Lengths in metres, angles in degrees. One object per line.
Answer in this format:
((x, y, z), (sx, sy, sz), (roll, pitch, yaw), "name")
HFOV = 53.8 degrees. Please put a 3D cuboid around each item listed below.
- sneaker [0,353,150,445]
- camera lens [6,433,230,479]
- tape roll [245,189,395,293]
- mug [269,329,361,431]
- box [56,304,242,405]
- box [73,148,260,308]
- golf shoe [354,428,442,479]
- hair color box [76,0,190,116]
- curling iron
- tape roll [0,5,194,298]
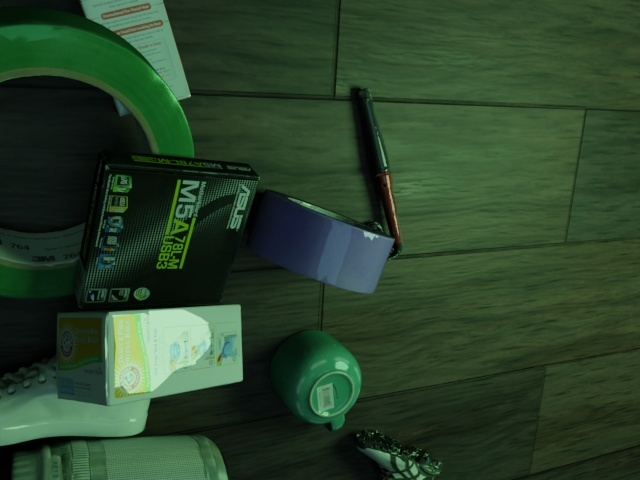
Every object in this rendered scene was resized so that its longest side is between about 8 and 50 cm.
((-0.356, 0.182, 0.798), (0.290, 0.105, 0.123), (8, 98, -38), "sneaker")
((-0.261, 0.371, 0.822), (0.274, 0.219, 0.220), (6, 102, -27), "camera lens")
((0.000, 0.000, 0.858), (0.188, 0.189, 0.080), (19, 96, -28), "tape roll")
((0.007, 0.222, 0.976), (0.157, 0.097, 0.130), (36, 88, -29), "mug")
((-0.209, 0.135, 0.788), (0.203, 0.114, 0.103), (3, 83, -52), "box")
((-0.183, -0.008, 0.750), (0.184, 0.045, 0.191), (3, 120, -33), "box")
((0.126, 0.395, 1.096), (0.198, 0.077, 0.094), (32, 90, -28), "golf shoe")
((-0.227, -0.244, 0.757), (0.093, 0.053, 0.167), (-20, 114, -18), "hair color box")
((0.084, -0.091, 0.959), (0.068, 0.035, 0.274), (-15, 111, -21), "curling iron")
((-0.305, -0.087, 0.702), (0.321, 0.077, 0.322), (-16, 127, -22), "tape roll")
